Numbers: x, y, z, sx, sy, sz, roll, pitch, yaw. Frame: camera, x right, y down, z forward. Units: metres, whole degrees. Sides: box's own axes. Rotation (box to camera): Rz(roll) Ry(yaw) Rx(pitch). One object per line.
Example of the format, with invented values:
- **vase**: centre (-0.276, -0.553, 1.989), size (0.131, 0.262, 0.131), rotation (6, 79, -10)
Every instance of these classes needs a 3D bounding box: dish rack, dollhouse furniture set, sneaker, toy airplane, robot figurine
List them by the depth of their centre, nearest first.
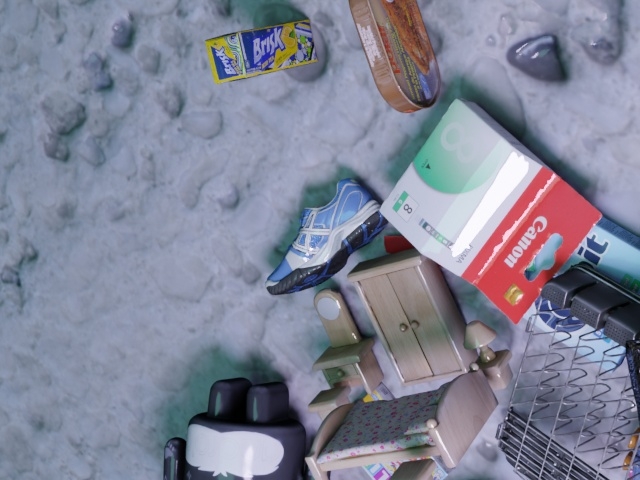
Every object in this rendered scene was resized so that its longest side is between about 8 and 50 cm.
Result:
- **dish rack**: centre (0.313, 0.187, 1.460), size (0.208, 0.074, 0.272), rotation (35, 122, 43)
- **dollhouse furniture set**: centre (0.041, 0.166, 1.523), size (0.303, 0.355, 0.174), rotation (-17, 105, 35)
- **toy airplane**: centre (0.144, -0.008, 1.623), size (0.151, 0.028, 0.151), rotation (10, 108, 31)
- **sneaker**: centre (0.000, 0.000, 1.693), size (0.211, 0.080, 0.081), rotation (-40, 71, 25)
- **robot figurine**: centre (-0.108, 0.336, 1.772), size (0.209, 0.173, 0.278), rotation (2, 87, 60)

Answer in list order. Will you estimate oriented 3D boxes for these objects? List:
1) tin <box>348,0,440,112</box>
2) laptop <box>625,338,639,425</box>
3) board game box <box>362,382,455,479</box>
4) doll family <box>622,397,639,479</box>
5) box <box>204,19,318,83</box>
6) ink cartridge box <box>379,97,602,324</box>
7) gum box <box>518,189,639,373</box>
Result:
- **tin**: centre (0.090, -0.248, 1.543), size (0.040, 0.106, 0.190), rotation (-17, 94, 34)
- **laptop**: centre (0.488, 0.175, 1.353), size (0.264, 0.136, 0.234), rotation (-6, 111, 26)
- **board game box**: centre (0.099, 0.288, 1.733), size (0.154, 0.026, 0.103), rotation (48, 123, 11)
- **doll family**: centre (0.441, 0.242, 1.454), size (0.163, 0.118, 0.263), rotation (14, 110, 28)
- **box**: centre (-0.073, -0.243, 1.607), size (0.054, 0.169, 0.059), rotation (-7, 100, 33)
- **ink cartridge box**: centre (0.199, -0.035, 1.521), size (0.225, 0.056, 0.181), rotation (47, 116, 28)
- **gum box**: centre (0.315, 0.046, 1.525), size (0.184, 0.041, 0.157), rotation (34, 118, 21)
